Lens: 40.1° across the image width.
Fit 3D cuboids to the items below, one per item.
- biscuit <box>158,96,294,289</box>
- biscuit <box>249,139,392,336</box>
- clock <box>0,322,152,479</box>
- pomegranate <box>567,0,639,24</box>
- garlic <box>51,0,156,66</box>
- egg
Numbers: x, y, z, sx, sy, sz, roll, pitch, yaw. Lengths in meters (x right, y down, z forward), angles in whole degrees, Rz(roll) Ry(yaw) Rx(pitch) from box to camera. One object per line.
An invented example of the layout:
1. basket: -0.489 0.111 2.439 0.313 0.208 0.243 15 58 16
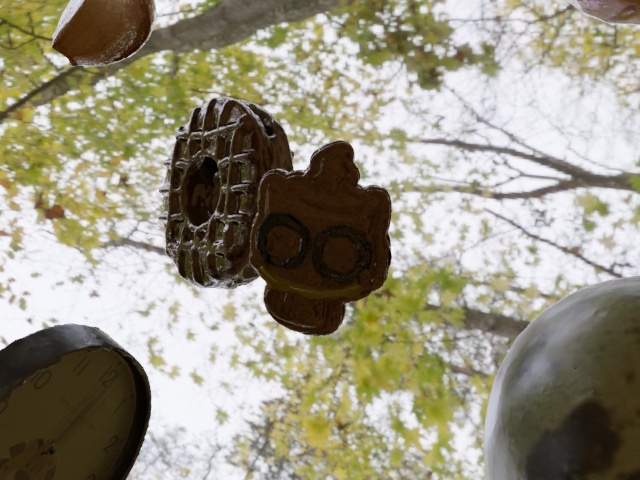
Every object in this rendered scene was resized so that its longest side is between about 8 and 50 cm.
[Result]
1. biscuit: -0.162 -0.078 1.471 0.103 0.332 0.332 7 -86 -39
2. biscuit: 0.000 0.000 1.249 0.041 0.208 0.290 -48 -30 -72
3. clock: -0.335 0.253 1.069 0.312 0.061 0.312 -37 -39 -39
4. pomegranate: 0.423 -0.409 1.163 0.248 0.248 0.248 -8 -77 -37
5. garlic: -0.297 -0.339 1.243 0.128 0.207 0.115 7 -119 -31
6. egg: 0.364 0.249 1.045 0.345 0.345 0.428 -5 -58 -38
